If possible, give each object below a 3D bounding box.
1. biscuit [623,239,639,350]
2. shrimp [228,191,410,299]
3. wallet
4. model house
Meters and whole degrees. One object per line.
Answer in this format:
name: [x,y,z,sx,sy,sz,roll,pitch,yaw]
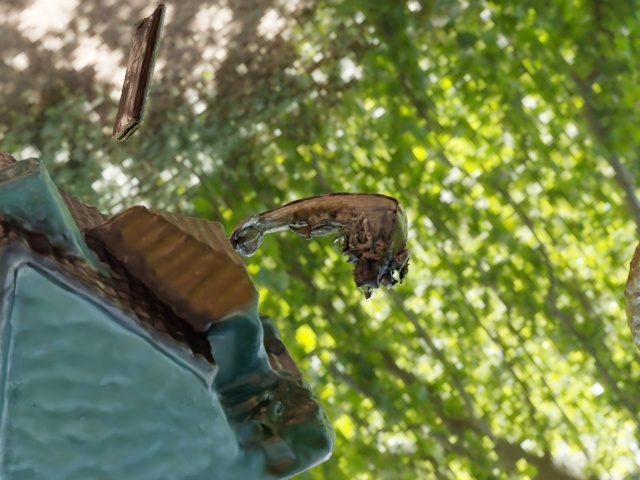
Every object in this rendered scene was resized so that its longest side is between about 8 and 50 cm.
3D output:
biscuit: [0.285,0.021,0.746,0.220,0.220,0.033,-38,-148,18]
shrimp: [0.000,0.000,1.455,0.222,0.054,0.290,-5,-159,-5]
wallet: [-0.242,-0.222,1.667,0.095,0.026,0.176,-27,-129,56]
model house: [-0.151,0.037,0.870,0.230,0.249,0.280,-21,-159,-10]
